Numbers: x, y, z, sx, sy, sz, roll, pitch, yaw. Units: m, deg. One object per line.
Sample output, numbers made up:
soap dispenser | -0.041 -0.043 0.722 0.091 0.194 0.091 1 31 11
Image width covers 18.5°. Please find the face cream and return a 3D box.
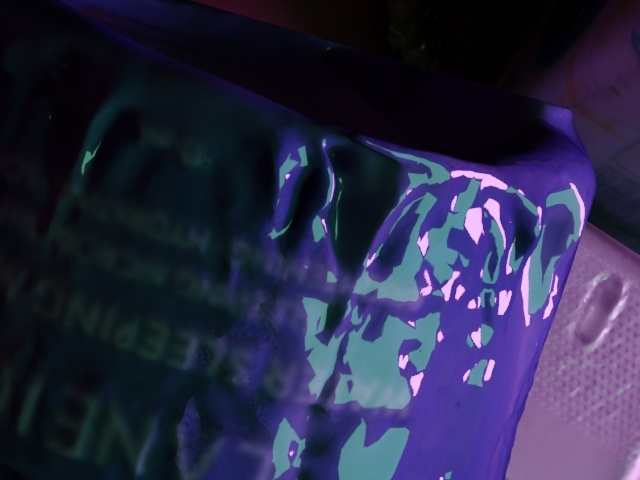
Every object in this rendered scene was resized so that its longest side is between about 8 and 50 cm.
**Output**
face cream | -0.046 0.032 0.693 0.249 0.249 0.225 -2 111 -60

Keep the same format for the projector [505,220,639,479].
projector | 0.067 0.102 0.987 0.242 0.163 0.177 -58 -167 -10

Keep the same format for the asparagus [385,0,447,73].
asparagus | 0.048 -0.104 0.976 0.036 0.030 0.165 -59 154 -32

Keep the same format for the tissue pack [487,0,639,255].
tissue pack | 0.223 -0.130 0.944 0.287 0.162 0.388 -55 -176 -12
